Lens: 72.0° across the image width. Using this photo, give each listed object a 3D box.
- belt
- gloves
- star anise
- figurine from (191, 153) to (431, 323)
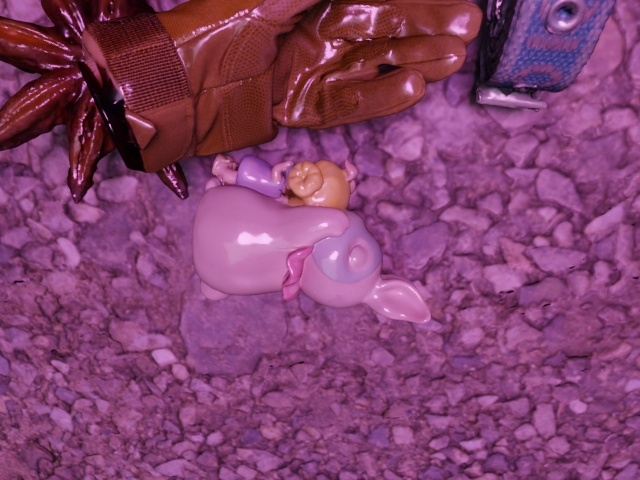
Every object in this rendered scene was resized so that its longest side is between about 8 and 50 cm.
[{"bbox_3d":[0.176,-0.204,0.346,0.082,0.147,0.163,8,90,7],"label":"belt"},{"bbox_3d":[-0.025,-0.163,0.375,0.331,0.141,0.154,-24,110,-13],"label":"gloves"},{"bbox_3d":[-0.207,-0.157,0.422,0.271,0.102,0.272,-1,93,-20],"label":"star anise"},{"bbox_3d":[0.000,0.000,0.453,0.235,0.127,0.155,9,80,4],"label":"figurine"}]
